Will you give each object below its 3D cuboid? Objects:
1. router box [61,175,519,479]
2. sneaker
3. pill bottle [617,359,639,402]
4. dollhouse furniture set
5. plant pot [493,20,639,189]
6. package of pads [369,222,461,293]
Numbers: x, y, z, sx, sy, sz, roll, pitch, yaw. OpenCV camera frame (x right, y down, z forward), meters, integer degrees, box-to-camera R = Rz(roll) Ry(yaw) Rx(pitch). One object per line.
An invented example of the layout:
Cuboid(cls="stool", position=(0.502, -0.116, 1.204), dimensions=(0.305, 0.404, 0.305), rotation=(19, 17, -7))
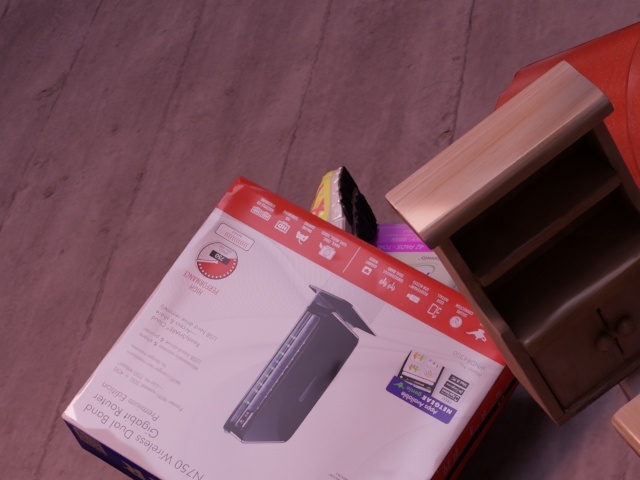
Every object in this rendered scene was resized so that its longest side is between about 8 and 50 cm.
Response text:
Cuboid(cls="router box", position=(-0.019, 0.141, 1.807), dimensions=(0.335, 0.082, 0.301), rotation=(28, 70, 20))
Cuboid(cls="sneaker", position=(0.000, 0.000, 2.003), dimensions=(0.094, 0.081, 0.208), rotation=(-22, 31, 22))
Cuboid(cls="pill bottle", position=(0.406, 0.072, 1.601), dimensions=(0.318, 0.176, 0.176), rotation=(-32, 30, 4))
Cuboid(cls="dollhouse furniture set", position=(0.251, 0.089, 1.357), dimensions=(0.362, 0.256, 0.394), rotation=(-37, 40, -1))
Cuboid(cls="plant pot", position=(0.327, -0.100, 1.873), dimensions=(0.265, 0.272, 0.272), rotation=(-11, 36, 49))
Cuboid(cls="package of pads", position=(0.039, 0.087, 2.017), dimensions=(0.296, 0.101, 0.229), rotation=(-2, 42, 44))
